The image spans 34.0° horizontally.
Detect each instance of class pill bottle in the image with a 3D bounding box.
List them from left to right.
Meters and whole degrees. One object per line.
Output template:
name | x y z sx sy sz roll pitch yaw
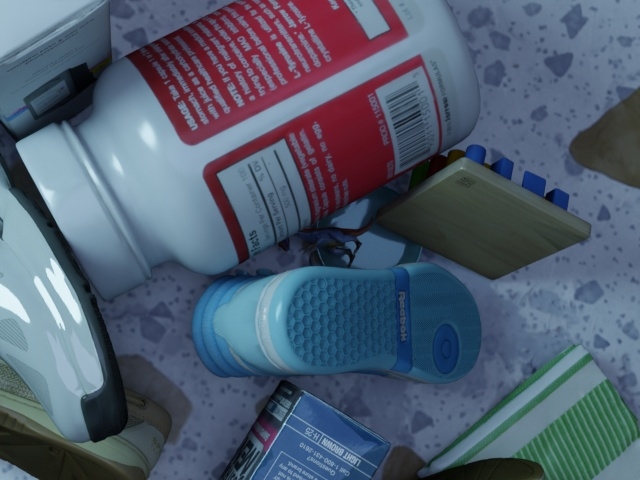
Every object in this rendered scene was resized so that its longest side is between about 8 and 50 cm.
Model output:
pill bottle | -0.070 -0.111 1.022 0.408 0.229 0.229 -29 91 -10

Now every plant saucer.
plant saucer | 0.052 -0.003 1.138 0.119 0.021 0.119 1 85 -9

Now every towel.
towel | 0.289 0.310 1.149 0.248 0.038 0.324 -37 94 -8

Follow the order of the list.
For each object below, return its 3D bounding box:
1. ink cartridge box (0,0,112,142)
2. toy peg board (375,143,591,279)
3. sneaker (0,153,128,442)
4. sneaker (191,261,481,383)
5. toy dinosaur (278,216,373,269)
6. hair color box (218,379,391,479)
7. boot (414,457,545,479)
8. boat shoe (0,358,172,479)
ink cartridge box | -0.301 -0.231 0.953 0.131 0.306 0.226 -36 92 -11
toy peg board | 0.170 -0.044 1.087 0.161 0.161 0.079 25 61 -20
sneaker | -0.372 0.039 0.941 0.258 0.169 0.447 -30 69 -21
sneaker | 0.007 0.085 1.082 0.319 0.208 0.127 13 76 -44
toy dinosaur | 0.000 0.000 1.109 0.082 0.047 0.090 28 49 3
hair color box | -0.078 0.311 1.017 0.105 0.174 0.347 33 81 -5
boot | 0.152 0.322 1.074 0.213 0.077 0.165 -21 92 22
boat shoe | -0.314 0.143 1.034 0.341 0.121 0.110 29 47 -6
